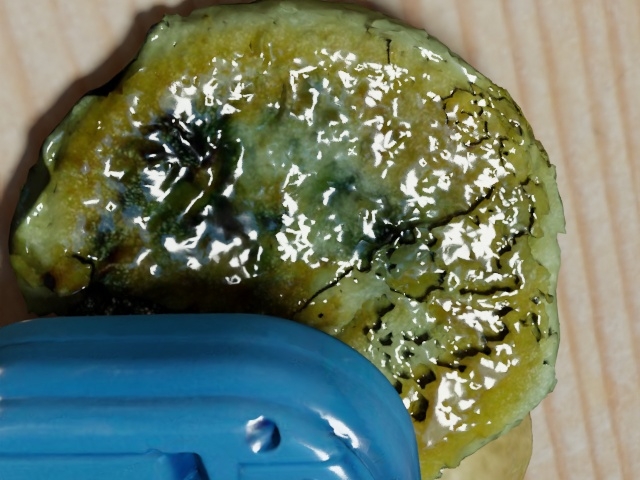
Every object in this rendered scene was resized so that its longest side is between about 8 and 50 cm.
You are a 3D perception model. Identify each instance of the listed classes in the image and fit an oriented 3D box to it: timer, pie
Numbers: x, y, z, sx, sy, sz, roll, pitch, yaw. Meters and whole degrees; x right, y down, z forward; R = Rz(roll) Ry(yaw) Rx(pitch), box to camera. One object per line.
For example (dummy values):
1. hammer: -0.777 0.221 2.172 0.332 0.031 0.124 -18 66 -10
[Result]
1. timer: -0.088 0.202 0.995 0.309 0.115 0.340 -1 125 11
2. pie: 0.000 0.000 1.004 0.371 0.078 0.296 22 100 -13

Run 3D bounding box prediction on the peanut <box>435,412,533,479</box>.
1. peanut: 0.058 0.189 1.144 0.122 0.137 0.253 41 98 2
